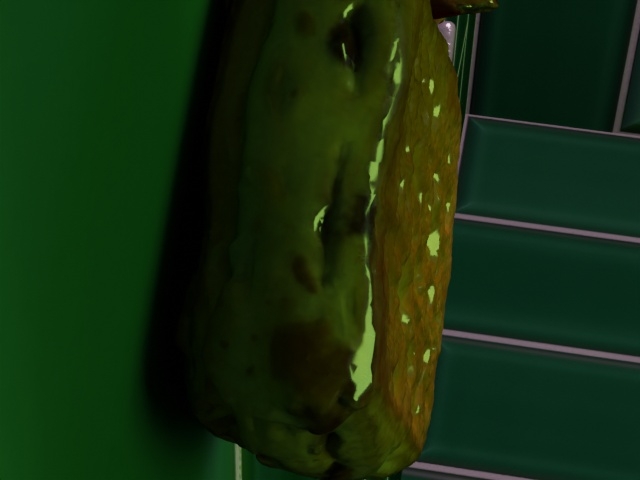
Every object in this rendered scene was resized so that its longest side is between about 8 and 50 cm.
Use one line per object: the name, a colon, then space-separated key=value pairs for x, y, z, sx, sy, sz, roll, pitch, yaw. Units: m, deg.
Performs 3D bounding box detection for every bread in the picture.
bread: x=0.000 y=0.000 z=0.727 sx=0.235 sy=0.099 sz=0.210 roll=60 pitch=36 yaw=-71

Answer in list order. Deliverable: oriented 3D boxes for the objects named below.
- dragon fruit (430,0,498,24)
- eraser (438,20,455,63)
dragon fruit: x=0.049 y=-0.163 z=0.754 sx=0.136 sy=0.166 sz=0.133 roll=-45 pitch=119 yaw=-21
eraser: x=0.071 y=-0.036 z=1.462 sx=0.089 sy=0.061 sz=0.351 roll=84 pitch=15 yaw=-62
